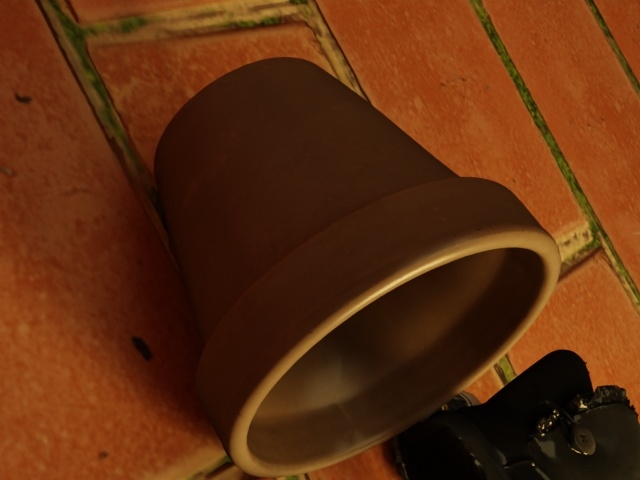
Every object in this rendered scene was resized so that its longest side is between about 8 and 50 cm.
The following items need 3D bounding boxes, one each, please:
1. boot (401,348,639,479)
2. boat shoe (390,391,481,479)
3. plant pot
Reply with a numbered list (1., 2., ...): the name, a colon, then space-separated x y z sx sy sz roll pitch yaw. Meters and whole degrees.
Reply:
1. boot: 0.195 0.209 0.973 0.207 0.094 0.246 -15 66 -44
2. boat shoe: 0.111 0.208 1.021 0.083 0.065 0.183 1 60 -46
3. plant pot: 0.000 0.000 0.899 0.263 0.263 0.229 4 45 -50
